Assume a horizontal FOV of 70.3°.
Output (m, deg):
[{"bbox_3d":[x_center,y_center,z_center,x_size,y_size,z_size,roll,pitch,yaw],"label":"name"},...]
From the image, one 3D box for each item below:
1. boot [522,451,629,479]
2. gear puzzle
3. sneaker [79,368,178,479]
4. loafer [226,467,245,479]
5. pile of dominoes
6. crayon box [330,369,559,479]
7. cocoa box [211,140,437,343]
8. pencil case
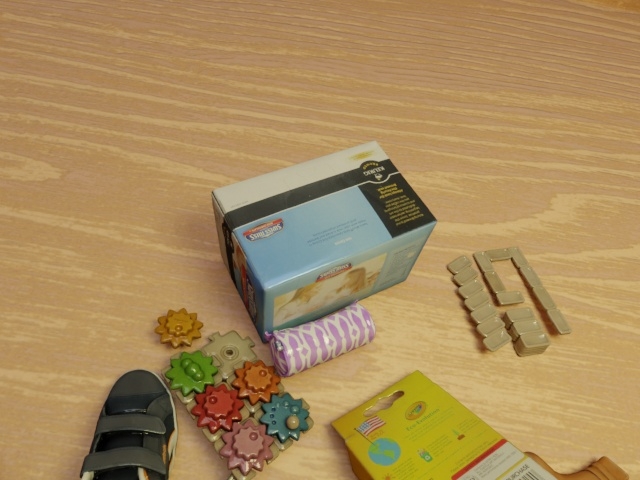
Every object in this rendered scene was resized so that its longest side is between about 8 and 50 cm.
[{"bbox_3d":[0.437,0.408,0.761,0.152,0.073,0.197,-29,73,-25],"label":"boot"},{"bbox_3d":[-0.167,0.228,0.790,0.176,0.044,0.339,-25,56,-40],"label":"gear puzzle"},{"bbox_3d":[-0.286,0.336,0.683,0.126,0.127,0.321,-6,55,-10],"label":"sneaker"},{"bbox_3d":[-0.142,0.415,0.691,0.050,0.056,0.148,28,64,8],"label":"loafer"},{"bbox_3d":[0.392,0.128,0.980,0.196,0.040,0.251,-6,48,-11],"label":"pile of dominoes"},{"bbox_3d":[0.181,0.350,0.695,0.202,0.081,0.319,-23,27,-20],"label":"crayon box"},{"bbox_3d":[0.000,0.000,0.883,0.347,0.231,0.227,-21,61,-20],"label":"cocoa box"},{"bbox_3d":[0.001,0.179,0.837,0.206,0.086,0.088,-13,51,-29],"label":"pencil case"}]
